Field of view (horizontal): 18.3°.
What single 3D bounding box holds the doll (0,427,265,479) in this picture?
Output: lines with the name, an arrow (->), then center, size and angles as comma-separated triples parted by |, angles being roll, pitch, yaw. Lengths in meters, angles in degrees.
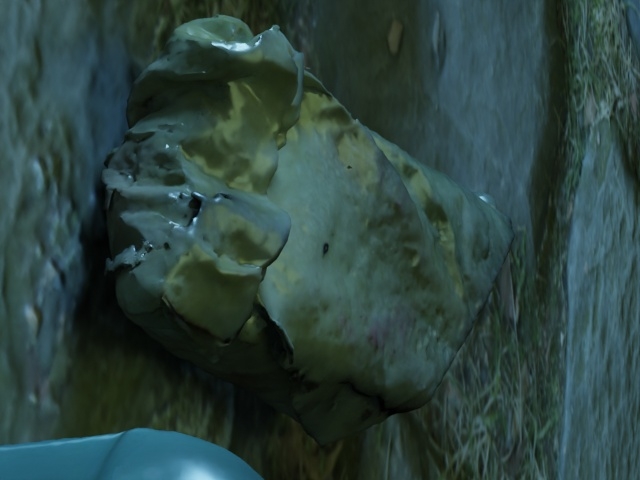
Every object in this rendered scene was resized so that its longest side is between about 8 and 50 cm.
doll -> -0.084, 0.201, 0.714 | 0.261, 0.161, 0.177 | -63, 142, -55

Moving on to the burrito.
burrito -> -0.003, 0.012, 1.013 | 0.348, 0.107, 0.175 | 30, 74, -60
